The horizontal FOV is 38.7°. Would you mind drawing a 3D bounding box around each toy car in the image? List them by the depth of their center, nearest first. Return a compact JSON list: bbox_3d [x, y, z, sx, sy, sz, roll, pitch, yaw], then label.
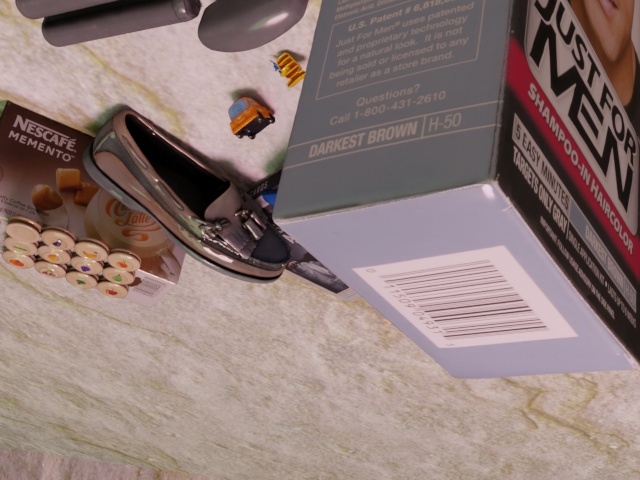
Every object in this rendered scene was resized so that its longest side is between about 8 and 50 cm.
[{"bbox_3d":[-0.051,-0.148,0.914,0.122,0.060,0.040,-39,81,35],"label":"toy car"}]

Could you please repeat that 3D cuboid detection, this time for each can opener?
[{"bbox_3d":[-0.139,-0.199,0.769,0.283,0.095,0.076,-5,147,25],"label":"can opener"}]

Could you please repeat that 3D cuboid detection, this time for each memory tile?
[{"bbox_3d":[-0.277,0.022,1.009,0.148,0.012,0.113,19,147,-14],"label":"memory tile"}]

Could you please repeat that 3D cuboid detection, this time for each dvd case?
[{"bbox_3d":[0.000,0.000,1.151,0.238,0.030,0.179,27,147,-28],"label":"dvd case"}]

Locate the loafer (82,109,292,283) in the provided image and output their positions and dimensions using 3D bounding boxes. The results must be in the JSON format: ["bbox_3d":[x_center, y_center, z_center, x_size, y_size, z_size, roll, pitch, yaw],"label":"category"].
[{"bbox_3d":[-0.138,-0.046,1.028,0.267,0.096,0.084,33,132,-14],"label":"loafer"}]

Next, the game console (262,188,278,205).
[{"bbox_3d":[0.124,-0.058,0.980,0.293,0.173,0.250,23,112,-23],"label":"game console"}]

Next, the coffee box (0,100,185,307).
[{"bbox_3d":[-0.278,-0.037,1.065,0.246,0.141,0.098,24,148,-21],"label":"coffee box"}]

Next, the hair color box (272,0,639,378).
[{"bbox_3d":[0.103,-0.131,0.518,0.113,0.374,0.185,-10,145,33],"label":"hair color box"}]
